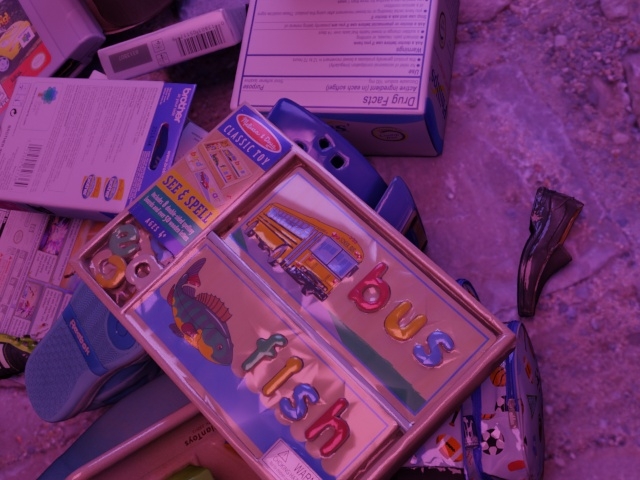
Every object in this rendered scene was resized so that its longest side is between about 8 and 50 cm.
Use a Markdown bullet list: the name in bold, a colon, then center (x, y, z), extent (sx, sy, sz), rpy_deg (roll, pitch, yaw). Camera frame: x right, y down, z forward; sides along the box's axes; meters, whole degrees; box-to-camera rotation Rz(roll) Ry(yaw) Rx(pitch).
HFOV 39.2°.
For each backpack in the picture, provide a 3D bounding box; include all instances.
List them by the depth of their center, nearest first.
- **backpack**: center (0.145, 0.176, 1.017), extent (0.213, 0.276, 0.264), rpy_deg (-11, 65, 9)

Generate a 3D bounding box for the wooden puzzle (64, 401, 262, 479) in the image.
- **wooden puzzle**: center (-0.062, 0.324, 0.953), extent (0.322, 0.080, 0.348), rpy_deg (-28, 101, -32)

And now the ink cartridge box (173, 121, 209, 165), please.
- **ink cartridge box**: center (-0.169, -0.025, 1.214), extent (0.093, 0.154, 0.212), rpy_deg (34, 86, 39)

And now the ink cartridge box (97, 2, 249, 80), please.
- **ink cartridge box**: center (-0.192, -0.288, 1.297), extent (0.189, 0.232, 0.066), rpy_deg (-16, 100, 11)

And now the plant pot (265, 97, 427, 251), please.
- **plant pot**: center (0.000, 0.000, 1.124), extent (0.212, 0.236, 0.236), rpy_deg (30, 83, 17)

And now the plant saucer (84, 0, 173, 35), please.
- **plant saucer**: center (-0.325, -0.463, 1.458), extent (0.310, 0.050, 0.311), rpy_deg (-5, 72, 15)

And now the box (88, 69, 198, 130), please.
- **box**: center (-0.257, -0.154, 1.300), extent (0.170, 0.130, 0.091), rpy_deg (27, 85, 23)

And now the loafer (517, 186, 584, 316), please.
- **loafer**: center (0.284, 0.017, 1.120), extent (0.061, 0.062, 0.170), rpy_deg (13, 79, 15)

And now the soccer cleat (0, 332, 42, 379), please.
- **soccer cleat**: center (-0.431, 0.165, 1.241), extent (0.178, 0.060, 0.072), rpy_deg (10, 93, 23)

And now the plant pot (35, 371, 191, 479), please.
- **plant pot**: center (-0.162, 0.278, 1.083), extent (0.271, 0.272, 0.255), rpy_deg (31, 71, 23)

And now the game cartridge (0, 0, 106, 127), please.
- **game cartridge**: center (-0.486, -0.289, 1.423), extent (0.294, 0.060, 0.196), rpy_deg (-41, 64, 15)

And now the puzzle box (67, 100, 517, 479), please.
- **puzzle box**: center (-0.039, 0.064, 0.926), extent (0.272, 0.052, 0.409), rpy_deg (-44, 65, -10)

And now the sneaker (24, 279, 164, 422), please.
- **sneaker**: center (-0.220, 0.112, 1.147), extent (0.319, 0.208, 0.127), rpy_deg (-38, 70, 35)

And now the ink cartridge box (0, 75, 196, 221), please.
- **ink cartridge box**: center (-0.301, -0.121, 1.188), extent (0.311, 0.065, 0.186), rpy_deg (6, 73, 29)

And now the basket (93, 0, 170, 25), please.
- **basket**: center (-0.305, -0.453, 1.300), extent (0.154, 0.227, 0.204), rpy_deg (32, 86, 23)

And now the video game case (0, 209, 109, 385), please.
- **video game case**: center (-0.408, 0.073, 1.316), extent (0.244, 0.061, 0.270), rpy_deg (14, 80, 22)

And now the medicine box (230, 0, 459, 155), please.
- **medicine box**: center (0.043, -0.277, 1.233), extent (0.263, 0.149, 0.290), rpy_deg (4, 76, 18)
